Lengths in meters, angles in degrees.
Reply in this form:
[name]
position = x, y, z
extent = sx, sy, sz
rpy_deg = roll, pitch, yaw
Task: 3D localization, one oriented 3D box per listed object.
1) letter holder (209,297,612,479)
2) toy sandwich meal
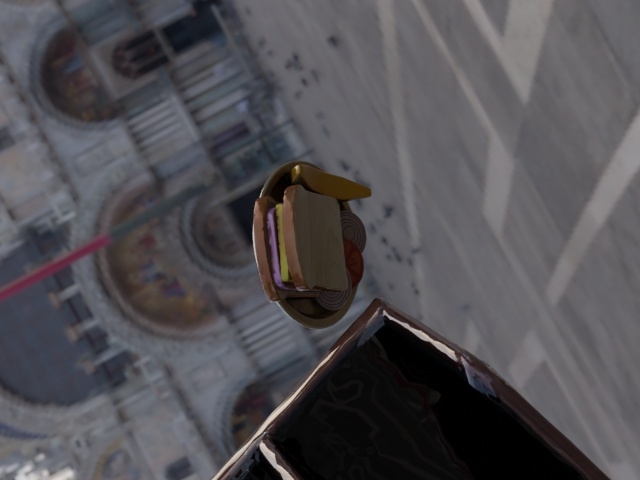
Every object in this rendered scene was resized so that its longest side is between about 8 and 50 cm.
[letter holder]
position = 0.103, 0.188, 0.453
extent = 0.302, 0.152, 0.214
rpy_deg = 44, 174, -15
[toy sandwich meal]
position = 0.000, 0.000, 0.590
extent = 0.085, 0.029, 0.085
rpy_deg = 18, -113, -51
